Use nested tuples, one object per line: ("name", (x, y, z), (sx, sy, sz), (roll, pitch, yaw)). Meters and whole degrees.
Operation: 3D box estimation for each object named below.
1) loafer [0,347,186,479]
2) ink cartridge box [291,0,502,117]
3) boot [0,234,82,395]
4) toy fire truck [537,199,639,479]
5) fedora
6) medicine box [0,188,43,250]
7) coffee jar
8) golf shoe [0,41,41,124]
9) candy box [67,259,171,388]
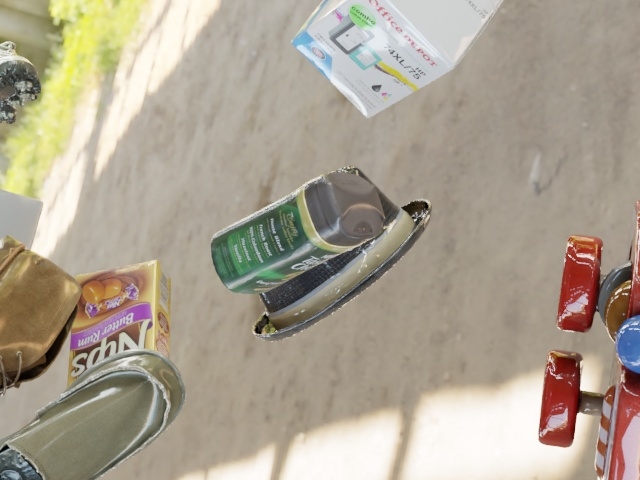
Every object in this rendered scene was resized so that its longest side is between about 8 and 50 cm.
("loafer", (-0.228, 0.191, 1.073), (0.251, 0.094, 0.087), (-37, 10, 10))
("ink cartridge box", (0.129, -0.373, 2.013), (0.197, 0.198, 0.270), (-55, 15, -28))
("boot", (-0.352, 0.125, 1.249), (0.305, 0.115, 0.112), (-63, 1, -42))
("toy fire truck", (0.301, 0.125, 1.132), (0.254, 0.169, 0.302), (-49, -34, -72))
("fedora", (0.000, 0.000, 1.803), (0.334, 0.152, 0.334), (-37, 10, 8))
("medicine box", (-0.483, 0.094, 1.548), (0.289, 0.149, 0.264), (140, 144, -58))
("coffee jar", (-0.024, -0.008, 1.285), (0.184, 0.096, 0.079), (-28, 73, 36))
("golf shoe", (-0.505, -0.260, 1.862), (0.273, 0.105, 0.120), (-13, 79, 63))
("candy box", (-0.234, 0.121, 1.403), (0.053, 0.109, 0.187), (61, -159, -56))
